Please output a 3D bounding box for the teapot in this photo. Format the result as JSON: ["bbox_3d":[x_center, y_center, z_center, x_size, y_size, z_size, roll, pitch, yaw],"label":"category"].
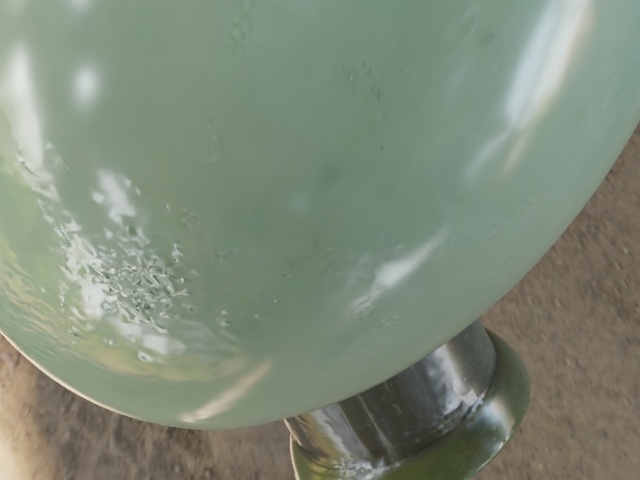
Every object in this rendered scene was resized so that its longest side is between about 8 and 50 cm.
[{"bbox_3d":[0.000,0.000,1.036,0.200,0.270,0.337,-23,117,10],"label":"teapot"}]

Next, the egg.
[{"bbox_3d":[-0.008,-0.122,0.473,0.276,0.276,0.388,17,102,-7],"label":"egg"}]
